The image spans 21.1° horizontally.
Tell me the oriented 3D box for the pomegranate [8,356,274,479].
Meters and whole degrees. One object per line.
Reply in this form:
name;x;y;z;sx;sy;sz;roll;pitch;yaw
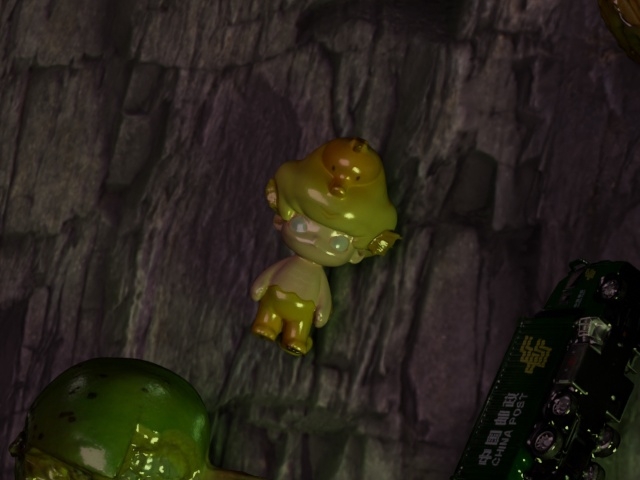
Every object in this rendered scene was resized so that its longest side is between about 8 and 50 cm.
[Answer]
pomegranate;-0.176;0.247;1.802;0.302;0.236;0.236;15;76;0

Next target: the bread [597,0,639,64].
bread;0.391;-0.296;1.747;0.227;0.142;0.253;-9;69;23

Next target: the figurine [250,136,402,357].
figurine;0.000;0.000;1.845;0.156;0.131;0.246;26;81;-2

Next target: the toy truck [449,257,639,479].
toy truck;0.235;0.143;1.648;0.121;0.088;0.259;-6;51;52
